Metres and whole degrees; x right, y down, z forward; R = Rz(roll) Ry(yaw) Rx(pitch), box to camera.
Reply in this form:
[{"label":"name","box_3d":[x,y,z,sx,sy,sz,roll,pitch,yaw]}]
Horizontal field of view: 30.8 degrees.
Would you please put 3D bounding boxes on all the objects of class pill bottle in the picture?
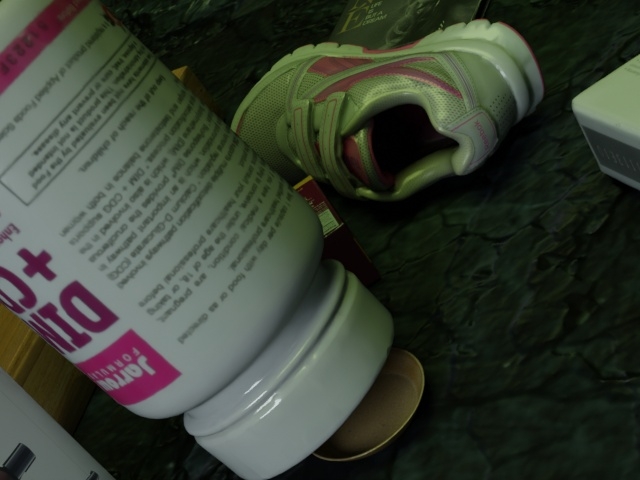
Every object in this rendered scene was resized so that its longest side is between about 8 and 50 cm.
[{"label":"pill bottle","box_3d":[-0.100,-0.002,0.662,0.160,0.283,0.160,-42,16,15]}]

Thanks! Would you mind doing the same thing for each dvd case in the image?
[{"label":"dvd case","box_3d":[0.094,-0.237,1.069,0.164,0.018,0.221,-11,39,35]}]

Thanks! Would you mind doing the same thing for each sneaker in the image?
[{"label":"sneaker","box_3d":[0.027,-0.083,0.835,0.252,0.103,0.111,-11,30,36]}]

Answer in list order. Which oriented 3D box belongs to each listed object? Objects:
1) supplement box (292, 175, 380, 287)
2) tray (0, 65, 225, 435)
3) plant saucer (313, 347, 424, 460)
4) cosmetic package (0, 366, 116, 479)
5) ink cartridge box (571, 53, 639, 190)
[{"label":"supplement box","box_3d":[0.000,0.000,0.807,0.043,0.055,0.083,-34,32,2]},{"label":"tray","box_3d":[-0.240,0.022,0.995,0.202,0.076,0.411,-15,38,31]},{"label":"plant saucer","box_3d":[0.027,0.099,0.685,0.083,0.015,0.083,-26,32,18]},{"label":"cosmetic package","box_3d":[-0.205,0.124,0.661,0.060,0.239,0.099,-2,45,44]},{"label":"ink cartridge box","box_3d":[0.298,-0.090,0.606,0.238,0.060,0.275,-33,24,-4]}]
